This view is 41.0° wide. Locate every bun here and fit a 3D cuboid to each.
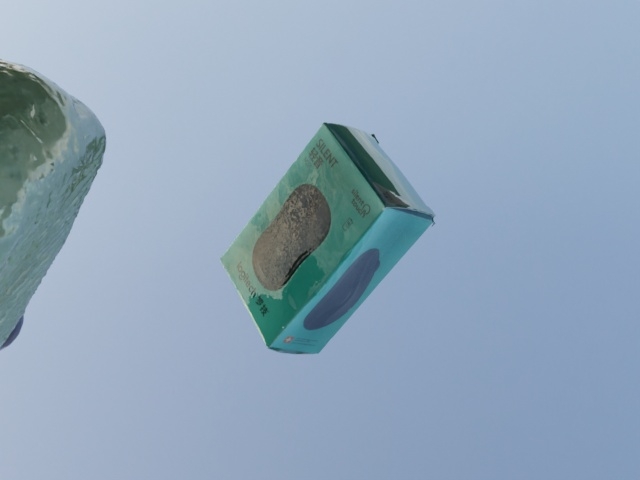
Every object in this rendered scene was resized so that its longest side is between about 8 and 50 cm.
[{"bbox_3d":[-0.213,-0.008,0.459,0.126,0.212,0.204,31,-159,-4],"label":"bun"}]

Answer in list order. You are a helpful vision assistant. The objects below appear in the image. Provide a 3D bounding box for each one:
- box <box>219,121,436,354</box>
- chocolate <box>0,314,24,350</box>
[{"bbox_3d":[0.000,0.000,1.314,0.311,0.118,0.205,-50,-126,24],"label":"box"},{"bbox_3d":[-0.537,0.105,1.307,0.176,0.177,0.177,-4,-132,5],"label":"chocolate"}]
